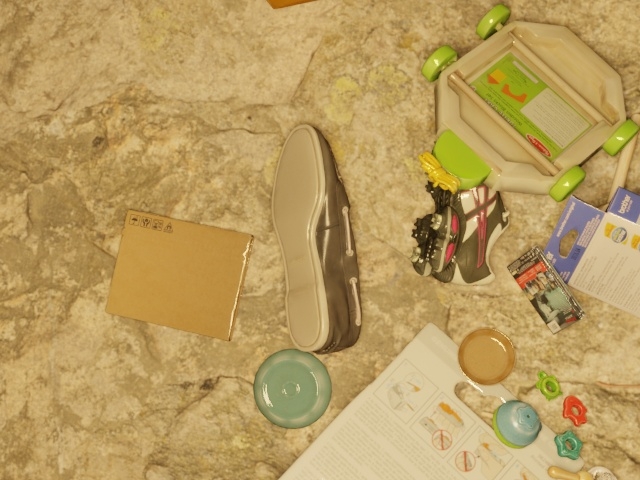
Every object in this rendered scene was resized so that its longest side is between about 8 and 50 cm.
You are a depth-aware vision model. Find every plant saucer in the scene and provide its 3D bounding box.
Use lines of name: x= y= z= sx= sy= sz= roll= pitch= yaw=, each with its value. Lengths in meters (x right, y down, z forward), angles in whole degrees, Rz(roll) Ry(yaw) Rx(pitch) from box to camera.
plant saucer: x=0.239 y=0.168 z=1.618 sx=0.084 sy=0.015 sz=0.083 roll=0 pitch=77 yaw=2
plant saucer: x=-0.043 y=0.220 z=1.664 sx=0.119 sy=0.021 sz=0.119 roll=-1 pitch=86 yaw=9

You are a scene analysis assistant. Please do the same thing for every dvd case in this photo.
dvd case: x=0.317 y=0.071 z=1.585 sx=0.013 sy=0.087 sz=0.119 roll=-29 pitch=80 yaw=-24

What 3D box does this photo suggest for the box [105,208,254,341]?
box: x=-0.215 y=0.052 z=1.704 sx=0.201 sy=0.021 sz=0.164 roll=12 pitch=88 yaw=10

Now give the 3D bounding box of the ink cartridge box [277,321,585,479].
ink cartridge box: x=0.137 y=0.358 z=1.612 sx=0.308 sy=0.091 sz=0.385 roll=42 pitch=76 yaw=10

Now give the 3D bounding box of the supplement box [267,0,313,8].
supplement box: x=-0.007 y=-0.467 z=1.649 sx=0.191 sy=0.129 sz=0.194 roll=-10 pitch=85 yaw=9

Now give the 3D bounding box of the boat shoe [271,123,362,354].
boat shoe: x=0.000 y=0.000 z=1.648 sx=0.112 sy=0.096 sz=0.335 roll=-11 pitch=79 yaw=44

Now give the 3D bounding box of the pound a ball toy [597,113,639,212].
pound a ball toy: x=0.514 y=-0.139 z=1.538 sx=0.208 sy=0.136 sz=0.319 roll=16 pitch=88 yaw=10

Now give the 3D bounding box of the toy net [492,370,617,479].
toy net: x=0.352 y=0.302 z=1.576 sx=0.122 sy=0.045 sz=0.232 roll=-35 pitch=80 yaw=-33

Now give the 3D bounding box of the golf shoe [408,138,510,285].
golf shoe: x=0.213 y=-0.067 z=1.616 sx=0.120 sy=0.105 sz=0.272 roll=18 pitch=80 yaw=-20

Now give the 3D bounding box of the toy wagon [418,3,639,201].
toy wagon: x=0.259 y=-0.168 z=1.539 sx=0.344 sy=0.068 sz=0.267 roll=-38 pitch=75 yaw=-24

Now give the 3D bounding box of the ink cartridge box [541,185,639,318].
ink cartridge box: x=0.462 y=0.039 z=1.512 sx=0.311 sy=0.185 sz=0.065 roll=23 pitch=57 yaw=9
